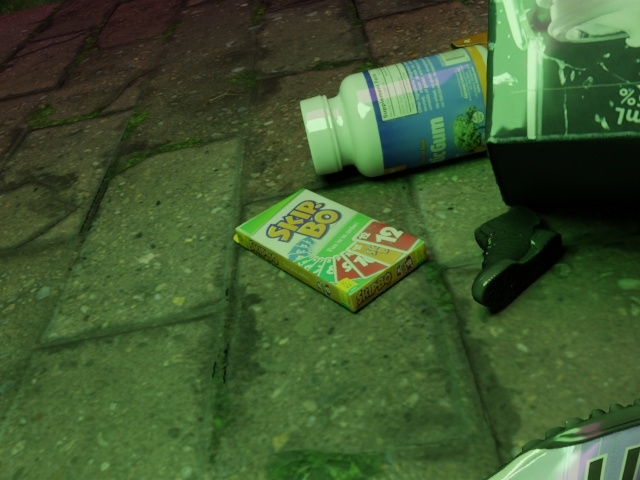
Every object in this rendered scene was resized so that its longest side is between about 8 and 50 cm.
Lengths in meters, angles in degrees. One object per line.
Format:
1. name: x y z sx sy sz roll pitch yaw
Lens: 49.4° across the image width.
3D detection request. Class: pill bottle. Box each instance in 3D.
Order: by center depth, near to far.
1. pill bottle: 0.114 -0.176 1.001 0.272 0.152 0.152 -14 34 2

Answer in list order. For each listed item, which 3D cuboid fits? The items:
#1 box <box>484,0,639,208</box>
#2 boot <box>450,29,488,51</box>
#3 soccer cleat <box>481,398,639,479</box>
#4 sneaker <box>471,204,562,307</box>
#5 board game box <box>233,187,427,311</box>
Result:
1. box: 0.429 -0.292 0.726 0.480 0.297 0.472 -1 81 20
2. boot: 0.337 -0.371 1.247 0.211 0.104 0.295 -8 38 8
3. soccer cleat: 0.152 0.211 0.486 0.318 0.108 0.116 -20 56 -13
4. sneaker: 0.204 0.013 0.784 0.170 0.051 0.089 -30 36 -30
5. board game box: 0.000 0.000 0.893 0.124 0.039 0.259 -33 35 -27
